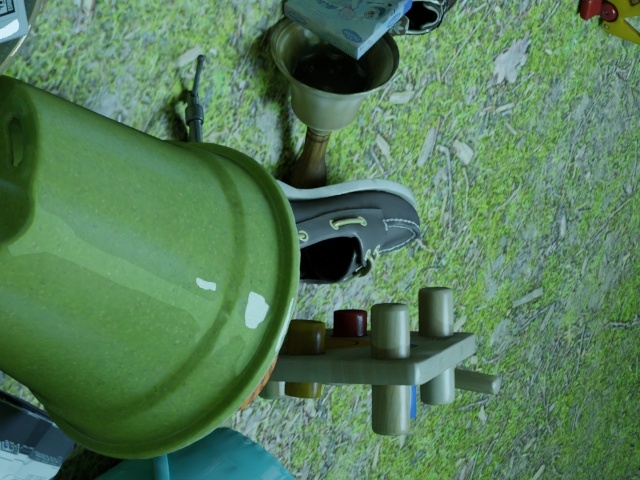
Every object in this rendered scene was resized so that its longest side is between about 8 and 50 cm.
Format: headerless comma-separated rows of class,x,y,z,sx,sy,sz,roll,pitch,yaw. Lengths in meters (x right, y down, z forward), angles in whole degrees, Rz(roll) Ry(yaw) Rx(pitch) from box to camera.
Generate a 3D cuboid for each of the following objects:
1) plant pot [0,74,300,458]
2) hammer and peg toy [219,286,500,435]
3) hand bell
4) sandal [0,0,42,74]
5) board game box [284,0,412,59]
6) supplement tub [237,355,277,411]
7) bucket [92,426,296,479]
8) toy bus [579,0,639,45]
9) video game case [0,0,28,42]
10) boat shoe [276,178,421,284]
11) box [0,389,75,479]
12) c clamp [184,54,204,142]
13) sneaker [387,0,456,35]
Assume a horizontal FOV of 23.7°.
plant pot,-0.198,0.004,1.160,0.254,0.276,0.276,32,85,-50
hammer and peg toy,0.032,0.109,1.582,0.361,0.266,0.127,-9,99,-71
hand bell,-0.002,-0.104,1.546,0.126,0.126,0.242,-40,156,-36
sandal,-0.285,-0.126,1.057,0.240,0.088,0.079,-55,148,-2
board game box,0.027,-0.228,1.476,0.090,0.090,0.020,-46,159,-29
supplement tub,-0.137,0.073,1.355,0.117,0.190,0.117,-38,143,-37
bucket,-0.136,0.323,1.498,0.183,0.281,0.281,-36,142,-43
toy bus,0.444,-0.360,2.040,0.202,0.104,0.191,9,106,-61
video game case,-0.302,-0.223,0.898,0.244,0.061,0.269,-30,121,-47
boat shoe,0.000,0.000,1.555,0.116,0.096,0.324,-41,156,31
box,-0.360,0.249,1.255,0.307,0.076,0.242,-59,152,-8
c clamp,-0.112,-0.063,1.374,0.137,0.022,0.160,105,-20,-60
sneaker,0.107,-0.243,1.615,0.188,0.071,0.066,-27,135,-47
